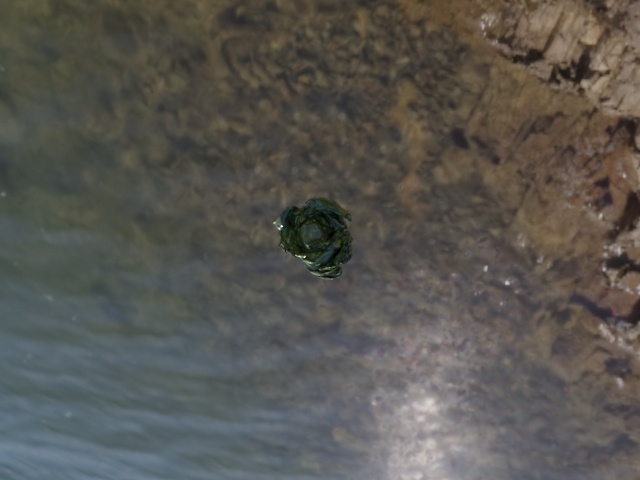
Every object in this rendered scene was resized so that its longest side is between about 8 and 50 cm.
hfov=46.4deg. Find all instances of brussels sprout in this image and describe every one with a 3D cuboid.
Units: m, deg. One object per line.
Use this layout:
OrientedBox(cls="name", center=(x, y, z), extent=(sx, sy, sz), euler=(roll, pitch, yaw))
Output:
OrientedBox(cls="brussels sprout", center=(0.000, 0.000, 0.767), extent=(0.085, 0.085, 0.058), euler=(-7, 165, 28))
